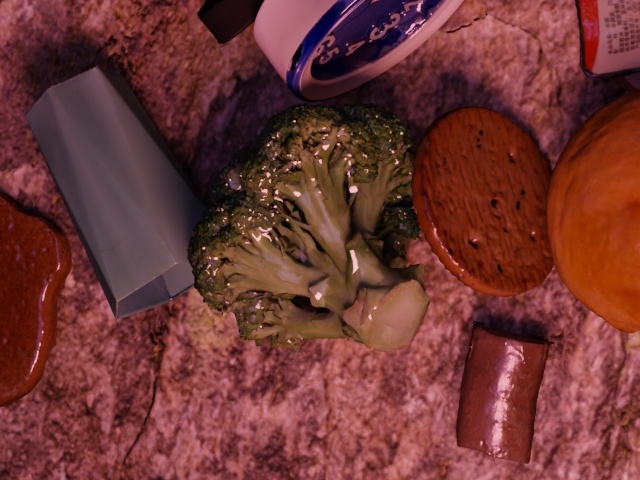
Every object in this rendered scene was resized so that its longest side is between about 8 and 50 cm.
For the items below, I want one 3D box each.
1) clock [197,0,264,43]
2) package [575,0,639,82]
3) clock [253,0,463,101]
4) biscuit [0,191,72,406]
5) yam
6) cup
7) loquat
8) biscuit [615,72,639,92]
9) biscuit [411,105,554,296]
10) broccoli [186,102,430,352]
[{"bbox_3d":[-0.048,-0.270,1.677,0.184,0.184,0.040,-43,104,14],"label":"clock"},{"bbox_3d":[0.347,-0.237,1.571,0.232,0.040,0.166,-6,82,25],"label":"package"},{"bbox_3d":[0.046,-0.232,1.619,0.230,0.230,0.083,-43,74,14],"label":"clock"},{"bbox_3d":[-0.407,0.060,1.872,0.273,0.049,0.257,15,93,16],"label":"biscuit"},{"bbox_3d":[0.175,0.148,1.660,0.084,0.084,0.127,11,91,18],"label":"yam"},{"bbox_3d":[-0.199,-0.057,1.764,0.134,0.148,0.235,-38,74,42],"label":"cup"},{"bbox_3d":[0.318,-0.026,1.549,0.238,0.193,0.238,-2,86,25],"label":"loquat"},{"bbox_3d":[0.355,-0.222,1.611,0.181,0.049,0.208,37,100,16],"label":"biscuit"},{"bbox_3d":[0.157,-0.036,1.618,0.027,0.188,0.187,-22,83,47],"label":"biscuit"},{"bbox_3d":[0.000,0.000,1.618,0.270,0.270,0.270,-54,45,12],"label":"broccoli"}]
